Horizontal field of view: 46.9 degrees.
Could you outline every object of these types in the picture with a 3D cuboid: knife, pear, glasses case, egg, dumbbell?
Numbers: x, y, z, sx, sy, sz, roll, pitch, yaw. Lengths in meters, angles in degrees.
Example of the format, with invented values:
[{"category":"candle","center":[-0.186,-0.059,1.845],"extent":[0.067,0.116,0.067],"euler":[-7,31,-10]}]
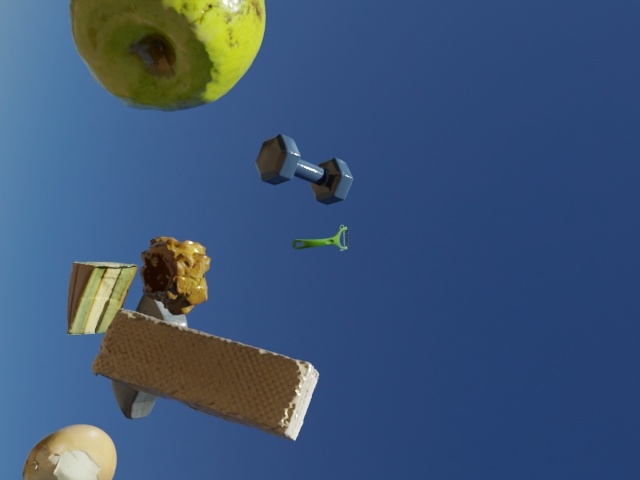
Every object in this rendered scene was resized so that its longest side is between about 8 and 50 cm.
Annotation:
[{"category":"knife","center":[0.001,0.001,2.108],"extent":[0.022,0.166,0.078],"euler":[-142,-133,-68]},{"category":"pear","center":[-0.287,-0.439,1.394],"extent":[0.391,0.391,0.391],"euler":[-26,-122,50]},{"category":"glasses case","center":[-0.389,0.256,1.655],"extent":[0.131,0.074,0.323],"euler":[53,-51,35]},{"category":"egg","center":[-0.615,0.559,1.841],"extent":[0.201,0.244,0.201],"euler":[3,-79,16]},{"category":"dumbbell","center":[-0.049,-0.223,2.366],"extent":[0.144,0.324,0.160],"euler":[32,-79,48]}]

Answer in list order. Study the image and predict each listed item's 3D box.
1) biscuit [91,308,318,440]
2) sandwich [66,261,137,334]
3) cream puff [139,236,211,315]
[{"category":"biscuit","center":[-0.220,0.241,1.350],"extent":[0.426,0.078,0.144],"euler":[13,-111,22]},{"category":"sandwich","center":[-0.504,0.138,1.694],"extent":[0.144,0.117,0.187],"euler":[12,-81,54]},{"category":"cream puff","center":[-0.215,0.051,1.118],"extent":[0.116,0.094,0.122],"euler":[-31,-116,33]}]
